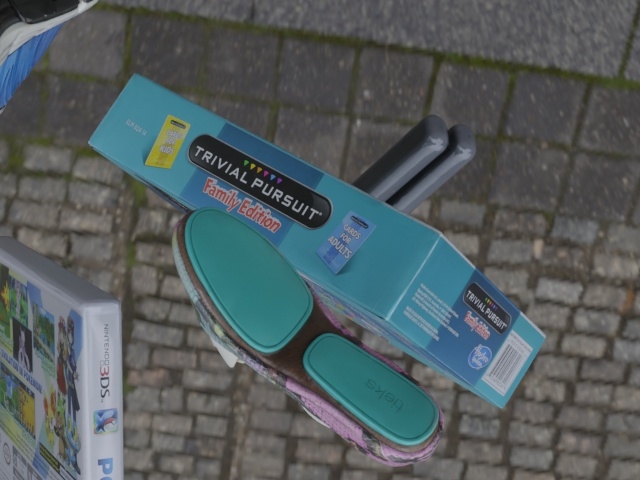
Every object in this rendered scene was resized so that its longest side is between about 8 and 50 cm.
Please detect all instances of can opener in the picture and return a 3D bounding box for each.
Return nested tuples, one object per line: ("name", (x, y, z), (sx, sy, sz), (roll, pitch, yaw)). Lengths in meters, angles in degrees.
("can opener", (0.071, -0.033, 1.498), (0.074, 0.093, 0.280), (14, 140, -30))

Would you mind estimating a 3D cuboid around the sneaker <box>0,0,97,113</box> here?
("sneaker", (-0.232, -0.114, 0.792), (0.130, 0.330, 0.147), (40, 133, -15))

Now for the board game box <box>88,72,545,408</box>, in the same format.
("board game box", (0.000, 0.000, 1.143), (0.079, 0.336, 0.254), (-57, 147, -4))

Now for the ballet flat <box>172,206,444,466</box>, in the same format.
("ballet flat", (-0.018, 0.073, 0.883), (0.221, 0.077, 0.079), (40, 146, 6))

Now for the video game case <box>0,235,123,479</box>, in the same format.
("video game case", (-0.233, 0.167, 1.154), (0.036, 0.329, 0.300), (-4, 100, -26))
